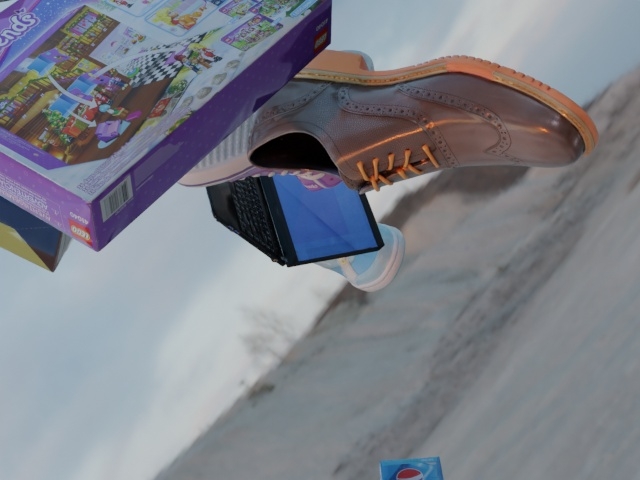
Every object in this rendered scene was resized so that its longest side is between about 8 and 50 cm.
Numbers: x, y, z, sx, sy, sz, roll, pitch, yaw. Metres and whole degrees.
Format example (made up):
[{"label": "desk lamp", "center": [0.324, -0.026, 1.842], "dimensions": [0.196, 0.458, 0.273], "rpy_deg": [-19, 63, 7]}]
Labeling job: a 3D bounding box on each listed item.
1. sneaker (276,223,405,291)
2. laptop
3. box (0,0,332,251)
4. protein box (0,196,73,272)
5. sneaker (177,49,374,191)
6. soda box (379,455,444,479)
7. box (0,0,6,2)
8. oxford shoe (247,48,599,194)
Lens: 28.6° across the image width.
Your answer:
[{"label": "sneaker", "center": [0.000, 0.000, 2.234], "dimensions": [0.319, 0.208, 0.127], "rpy_deg": [9, 81, 63]}, {"label": "laptop", "center": [-0.055, -0.091, 1.911], "dimensions": [0.136, 0.234, 0.264], "rpy_deg": [-35, -44, 18]}, {"label": "box", "center": [-0.154, -0.137, 0.983], "dimensions": [0.293, 0.201, 0.057], "rpy_deg": [-46, -27, -34]}, {"label": "protein box", "center": [-0.410, -0.104, 1.758], "dimensions": [0.201, 0.199, 0.136], "rpy_deg": [-65, 3, -35]}, {"label": "sneaker", "center": [-0.046, -0.098, 1.485], "dimensions": [0.282, 0.102, 0.161], "rpy_deg": [-26, -41, -20]}, {"label": "soda box", "center": [0.111, 0.351, 1.436], "dimensions": [0.067, 0.071, 0.210], "rpy_deg": [-92, -4, -60]}, {"label": "box", "center": [-0.416, -0.313, 1.195], "dimensions": [0.270, 0.216, 0.060], "rpy_deg": [-3, 15, 40]}, {"label": "oxford shoe", "center": [0.089, -0.095, 1.216], "dimensions": [0.130, 0.363, 0.133], "rpy_deg": [52, -123, -45]}]
